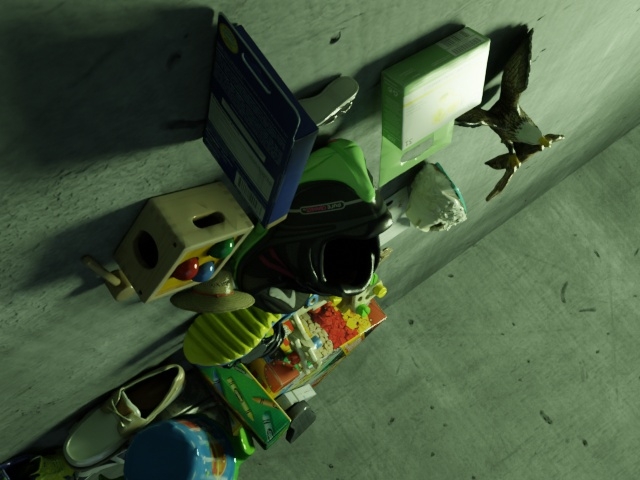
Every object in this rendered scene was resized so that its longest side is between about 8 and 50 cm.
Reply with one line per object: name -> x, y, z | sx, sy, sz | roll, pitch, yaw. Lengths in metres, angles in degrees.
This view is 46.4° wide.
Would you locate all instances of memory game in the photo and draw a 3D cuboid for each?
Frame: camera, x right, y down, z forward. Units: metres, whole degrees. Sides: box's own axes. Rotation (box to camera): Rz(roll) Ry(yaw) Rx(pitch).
memory game -> 0.139, 0.079, 2.221 | 0.186, 0.012, 0.186 | -35, 167, -9

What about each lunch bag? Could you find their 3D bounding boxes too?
lunch bag -> -0.368, 0.526, 1.930 | 0.212, 0.256, 0.305 | -22, 161, -45

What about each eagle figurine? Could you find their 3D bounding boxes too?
eagle figurine -> 0.334, -0.234, 1.367 | 0.298, 0.225, 0.227 | 36, 66, -43

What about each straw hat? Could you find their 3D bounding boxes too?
straw hat -> -0.183, 0.073, 1.268 | 0.144, 0.144, 0.061 | -17, 115, -55

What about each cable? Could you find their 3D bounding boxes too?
cable -> -0.165, 0.209, 1.636 | 0.184, 0.150, 0.047 | -30, 128, -32

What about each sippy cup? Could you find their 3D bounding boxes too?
sippy cup -> -0.313, 0.487, 1.621 | 0.305, 0.240, 0.224 | -52, 163, -10

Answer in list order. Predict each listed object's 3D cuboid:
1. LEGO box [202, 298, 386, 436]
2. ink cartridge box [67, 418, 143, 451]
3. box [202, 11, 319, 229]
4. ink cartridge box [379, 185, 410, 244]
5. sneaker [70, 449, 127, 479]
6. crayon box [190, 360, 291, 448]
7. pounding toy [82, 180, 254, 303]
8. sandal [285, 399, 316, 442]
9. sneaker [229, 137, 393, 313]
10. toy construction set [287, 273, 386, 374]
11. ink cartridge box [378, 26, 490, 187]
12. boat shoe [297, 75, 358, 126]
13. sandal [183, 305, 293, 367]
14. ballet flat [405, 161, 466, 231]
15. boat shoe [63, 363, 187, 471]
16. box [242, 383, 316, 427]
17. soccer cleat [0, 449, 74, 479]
LEGO box -> -0.102, 0.315, 2.021 | 0.372, 0.193, 0.500 | -28, 164, -35
ink cartridge box -> -0.476, 0.429, 1.668 | 0.056, 0.099, 0.135 | -46, 165, 31
box -> -0.065, -0.117, 0.761 | 0.036, 0.136, 0.225 | -30, 165, -22
ink cartridge box -> 0.141, -0.052, 1.761 | 0.145, 0.045, 0.179 | -33, 148, -11
sneaker -> -0.518, 0.522, 1.808 | 0.153, 0.094, 0.235 | 9, 128, -36
crayon box -> -0.188, 0.345, 1.711 | 0.081, 0.278, 0.165 | -40, 168, -16
pounding toy -> -0.216, 0.035, 0.992 | 0.181, 0.094, 0.206 | -21, 159, -49
sandal -> -0.061, 0.457, 1.931 | 0.097, 0.054, 0.255 | -39, 159, -21
sneaker -> -0.019, 0.033, 1.250 | 0.185, 0.202, 0.483 | -29, 165, -26
toy construction set -> 0.015, 0.148, 1.757 | 0.327, 0.151, 0.215 | -45, 146, -33
ink cartridge box -> 0.168, -0.188, 1.140 | 0.171, 0.056, 0.235 | -32, 144, -22
boat shoe -> -0.004, -0.166, 0.959 | 0.125, 0.046, 0.038 | -40, 164, -23
sandal -> -0.144, 0.162, 1.567 | 0.317, 0.126, 0.138 | -32, 170, -14
ballet flat -> 0.266, -0.074, 1.731 | 0.147, 0.147, 0.409 | -38, 167, 8
boat shoe -> -0.419, 0.364, 1.595 | 0.302, 0.113, 0.103 | -40, 168, -30
box -> -0.104, 0.435, 1.920 | 0.145, 0.038, 0.186 | -39, 167, 12
soccer cleat -> -0.607, 0.500, 1.600 | 0.121, 0.093, 0.289 | -46, 165, 12
